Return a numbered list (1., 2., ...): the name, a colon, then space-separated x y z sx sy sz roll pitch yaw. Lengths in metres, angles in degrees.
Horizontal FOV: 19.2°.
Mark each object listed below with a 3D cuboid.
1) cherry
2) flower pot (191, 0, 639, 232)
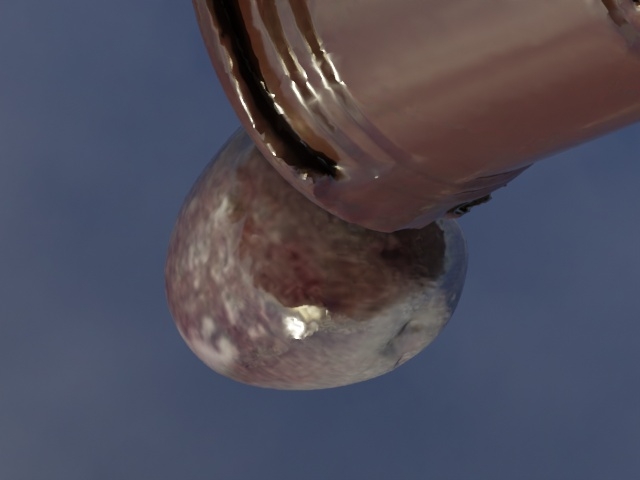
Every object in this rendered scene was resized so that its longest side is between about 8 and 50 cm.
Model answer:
1. cherry: 0.000 0.000 1.360 0.183 0.266 0.213 25 -149 -44
2. flower pot: 0.043 -0.060 0.350 0.111 0.089 0.111 6 -99 -43
